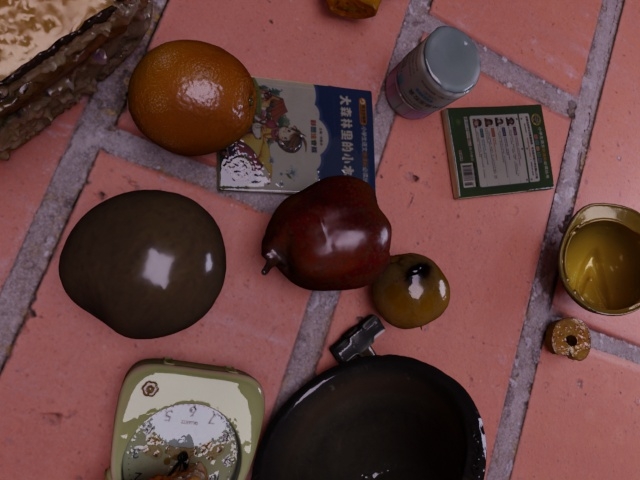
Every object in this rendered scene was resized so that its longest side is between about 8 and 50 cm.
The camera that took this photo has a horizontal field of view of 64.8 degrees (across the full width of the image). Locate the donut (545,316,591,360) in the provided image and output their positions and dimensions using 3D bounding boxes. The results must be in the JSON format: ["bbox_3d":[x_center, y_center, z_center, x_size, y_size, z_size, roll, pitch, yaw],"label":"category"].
[{"bbox_3d":[0.563,0.223,1.152,0.108,0.043,0.097,24,78,-15],"label":"donut"}]

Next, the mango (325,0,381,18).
[{"bbox_3d":[0.118,-0.599,1.012,0.187,0.144,0.359,42,76,-9],"label":"mango"}]

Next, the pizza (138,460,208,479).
[{"bbox_3d":[-0.260,0.400,0.737,0.193,0.053,0.201,26,90,-17],"label":"pizza"}]

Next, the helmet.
[{"bbox_3d":[0.630,0.060,1.141,0.205,0.140,0.257,10,70,14],"label":"helmet"}]

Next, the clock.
[{"bbox_3d":[-0.231,0.358,0.830,0.234,0.096,0.308,14,81,-19],"label":"clock"}]

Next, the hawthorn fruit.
[{"bbox_3d":[0.000,0.000,0.884,0.248,0.208,0.208,-18,92,-28],"label":"hawthorn fruit"}]

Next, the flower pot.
[{"bbox_3d":[0.099,0.407,0.847,0.379,0.379,0.251,-39,124,-18],"label":"flower pot"}]

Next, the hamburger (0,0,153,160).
[{"bbox_3d":[-0.466,-0.307,0.711,0.445,0.268,0.287,-43,102,-13],"label":"hamburger"}]

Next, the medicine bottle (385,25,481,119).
[{"bbox_3d":[0.220,-0.327,1.010,0.135,0.168,0.135,1,86,-20],"label":"medicine bottle"}]

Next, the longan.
[{"bbox_3d":[-0.271,0.037,0.780,0.248,0.248,0.248,2,85,-19],"label":"longan"}]

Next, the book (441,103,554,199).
[{"bbox_3d":[0.404,-0.203,1.140,0.264,0.027,0.202,-8,87,-19],"label":"book"}]

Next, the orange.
[{"bbox_3d":[-0.208,-0.234,0.837,0.206,0.206,0.206,2,85,-19],"label":"orange"}]

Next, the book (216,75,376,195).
[{"bbox_3d":[-0.041,-0.201,0.987,0.322,0.018,0.229,0,86,-19],"label":"book"}]

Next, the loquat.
[{"bbox_3d":[0.175,0.099,0.976,0.163,0.137,0.163,11,70,-34],"label":"loquat"}]

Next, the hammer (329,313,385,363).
[{"bbox_3d":[0.159,0.321,1.006,0.111,0.043,0.365,-37,100,-20],"label":"hammer"}]
